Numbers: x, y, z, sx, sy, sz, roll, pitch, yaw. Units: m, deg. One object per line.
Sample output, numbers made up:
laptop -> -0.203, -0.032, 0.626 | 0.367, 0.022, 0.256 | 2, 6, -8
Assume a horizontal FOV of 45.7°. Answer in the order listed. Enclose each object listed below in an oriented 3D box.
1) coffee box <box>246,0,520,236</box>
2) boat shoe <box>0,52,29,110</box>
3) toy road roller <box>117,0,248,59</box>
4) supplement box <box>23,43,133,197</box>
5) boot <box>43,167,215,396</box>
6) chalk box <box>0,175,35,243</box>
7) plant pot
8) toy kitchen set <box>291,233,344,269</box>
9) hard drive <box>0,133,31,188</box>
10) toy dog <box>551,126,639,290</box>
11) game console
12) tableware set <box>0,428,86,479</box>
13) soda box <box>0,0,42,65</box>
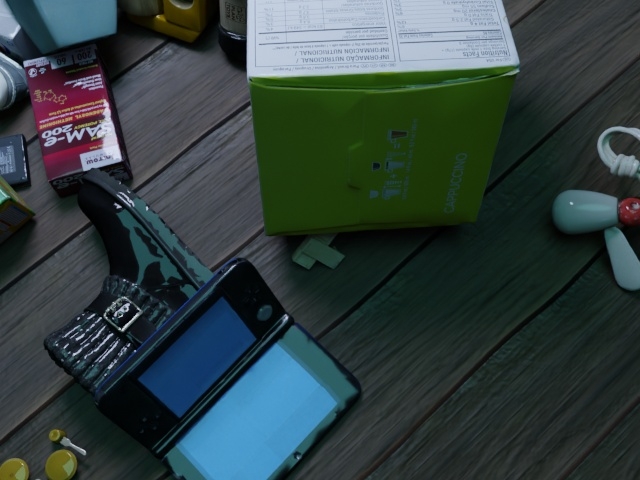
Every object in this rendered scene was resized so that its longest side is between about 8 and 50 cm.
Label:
coffee box -> 0.069, -0.237, 1.130 | 0.338, 0.337, 0.334 | -3, 55, -2
boat shoe -> -0.652, -0.319, 1.349 | 0.320, 0.116, 0.099 | 27, 29, 17
toy road roller -> -0.192, -0.493, 1.344 | 0.330, 0.202, 0.240 | 19, 57, 7
supplement box -> -0.415, -0.206, 1.299 | 0.130, 0.073, 0.239 | -17, 71, -6
boot -> -0.325, 0.074, 1.164 | 0.260, 0.131, 0.348 | -42, 75, -13
chalk box -> -0.587, -0.087, 1.204 | 0.132, 0.132, 0.213 | -42, 86, -7
plant pot -> -0.436, -0.439, 1.255 | 0.166, 0.166, 0.234 | -26, 108, -30
toy kitchen set -> 0.000, 0.000, 1.245 | 0.068, 0.075, 0.083 | 30, 109, -26
hard drive -> -0.569, -0.126, 1.297 | 0.135, 0.022, 0.094 | -13, 71, -4
toy dog -> 0.551, -0.017, 1.202 | 0.334, 0.161, 0.220 | 29, 75, 26
game console -> -0.122, 0.219, 1.094 | 0.293, 0.250, 0.173 | -46, 49, -15
tableware set -> -0.423, 0.352, 1.123 | 0.104, 0.024, 0.154 | 29, 74, 14
soda box -> -0.502, -0.462, 1.381 | 0.091, 0.098, 0.286 | 24, 73, 9
